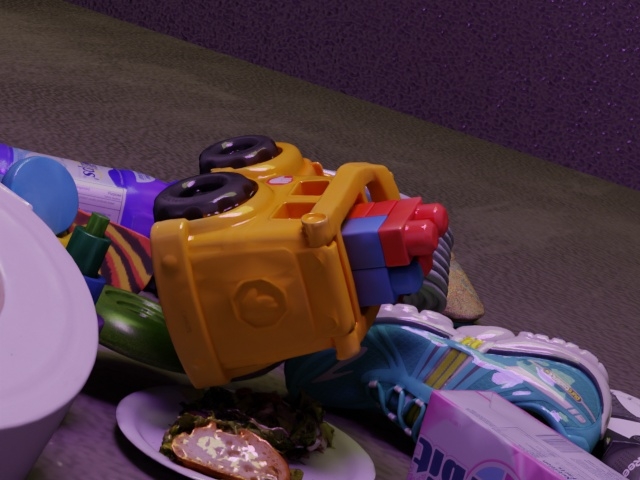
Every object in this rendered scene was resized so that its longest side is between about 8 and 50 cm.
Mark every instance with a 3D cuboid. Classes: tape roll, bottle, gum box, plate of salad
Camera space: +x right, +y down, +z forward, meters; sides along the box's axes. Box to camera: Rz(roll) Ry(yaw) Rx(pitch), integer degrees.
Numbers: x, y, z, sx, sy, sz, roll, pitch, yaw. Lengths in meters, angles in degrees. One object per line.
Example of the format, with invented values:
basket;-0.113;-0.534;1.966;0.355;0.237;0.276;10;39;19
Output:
tape roll;-0.283;0.044;0.905;0.286;0.100;0.286;26;28;-15
bottle;-0.221;-0.030;1.513;0.283;0.092;0.118;11;9;-16
gum box;0.138;0.187;0.981;0.062;0.107;0.188;5;16;-36
plate of salad;-0.053;0.140;1.095;0.200;0.048;0.200;13;13;-3

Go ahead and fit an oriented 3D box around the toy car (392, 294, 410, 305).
toy car;0.066;0.087;1.308;0.225;0.053;0.239;36;-29;-14

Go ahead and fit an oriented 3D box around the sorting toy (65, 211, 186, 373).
sorting toy;-0.119;0.028;1.190;0.127;0.126;0.365;27;6;20

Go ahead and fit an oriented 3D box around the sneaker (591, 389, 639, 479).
sneaker;0.258;0.183;1.197;0.234;0.078;0.106;27;15;35

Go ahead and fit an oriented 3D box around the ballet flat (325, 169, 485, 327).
ballet flat;0.050;-0.012;1.693;0.348;0.123;0.123;26;17;38

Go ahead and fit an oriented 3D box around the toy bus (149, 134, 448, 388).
toy bus;0.000;0.000;1.117;0.211;0.149;0.220;-9;21;19

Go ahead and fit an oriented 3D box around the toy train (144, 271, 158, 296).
toy train;-0.113;0.053;1.411;0.158;0.036;0.027;23;16;31

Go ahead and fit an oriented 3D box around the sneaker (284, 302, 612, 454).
sneaker;0.097;0.124;1.199;0.275;0.107;0.110;5;46;16

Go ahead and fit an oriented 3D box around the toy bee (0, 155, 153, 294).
toy bee;-0.285;0.005;1.233;0.298;0.162;0.195;26;-28;-16

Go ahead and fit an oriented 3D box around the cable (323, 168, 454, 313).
cable;0.004;0.006;1.431;0.257;0.089;0.257;-1;-21;39
